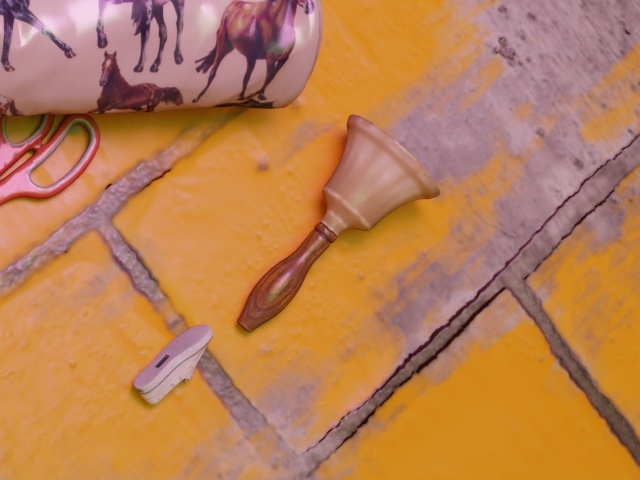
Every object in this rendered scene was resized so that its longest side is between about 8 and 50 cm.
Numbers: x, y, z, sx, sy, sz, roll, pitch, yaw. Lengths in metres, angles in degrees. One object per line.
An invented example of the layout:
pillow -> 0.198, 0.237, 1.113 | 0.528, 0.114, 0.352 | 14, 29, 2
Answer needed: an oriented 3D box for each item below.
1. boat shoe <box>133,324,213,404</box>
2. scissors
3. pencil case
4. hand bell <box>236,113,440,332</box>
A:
boat shoe -> -0.143, 0.127, 1.652 | 0.100, 0.035, 0.035 | -45, 126, -24
scissors -> -0.337, -0.030, 1.603 | 0.109, 0.021, 0.297 | 41, 70, -10
pencil case -> -0.201, -0.214, 1.595 | 0.410, 0.160, 0.183 | -3, 115, -24
hand bell -> 0.000, 0.000, 1.701 | 0.126, 0.126, 0.242 | 42, 83, -11
